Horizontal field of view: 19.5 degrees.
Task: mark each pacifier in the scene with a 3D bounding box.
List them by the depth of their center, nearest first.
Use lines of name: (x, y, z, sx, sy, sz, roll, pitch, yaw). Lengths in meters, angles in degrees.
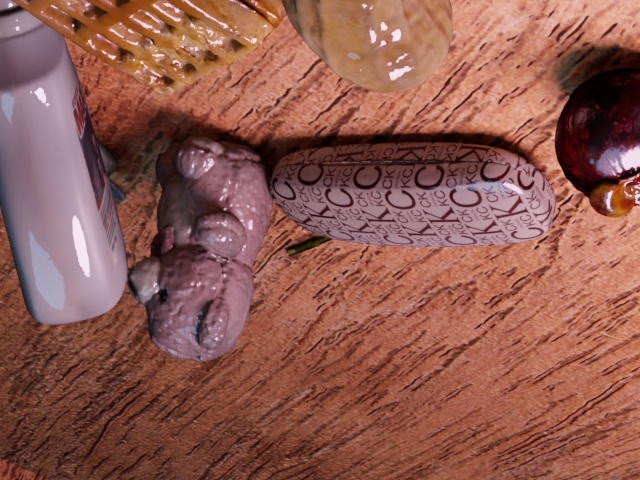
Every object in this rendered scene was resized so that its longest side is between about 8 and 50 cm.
pacifier: (-0.320, -0.082, 2.359, 0.127, 0.116, 0.150, 31, 170, 39)

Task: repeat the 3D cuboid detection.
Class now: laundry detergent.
laundry detergent: (-0.322, -0.129, 2.131, 0.125, 0.264, 0.398, -11, 116, 1)

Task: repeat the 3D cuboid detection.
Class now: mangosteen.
mangosteen: (0.303, -0.092, 1.844, 0.152, 0.152, 0.152, 16, 154, 8)

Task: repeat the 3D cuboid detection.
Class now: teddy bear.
teddy bear: (-0.144, 0.010, 2.231, 0.151, 0.267, 0.236, 20, 168, -16)

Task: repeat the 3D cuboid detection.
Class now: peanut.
peanut: (0.029, -0.255, 1.725, 0.159, 0.143, 0.291, 1, 148, 15)

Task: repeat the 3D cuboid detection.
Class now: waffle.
waffle: (-0.218, -0.280, 1.914, 0.327, 0.098, 0.224, 35, 153, -26)

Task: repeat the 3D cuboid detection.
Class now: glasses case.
glasses case: (0.101, -0.052, 2.140, 0.354, 0.085, 0.137, 0, 149, 35)

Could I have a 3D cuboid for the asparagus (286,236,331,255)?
asparagus: (0.000, 0.000, 2.401, 0.016, 0.013, 0.166, 21, 157, -28)
